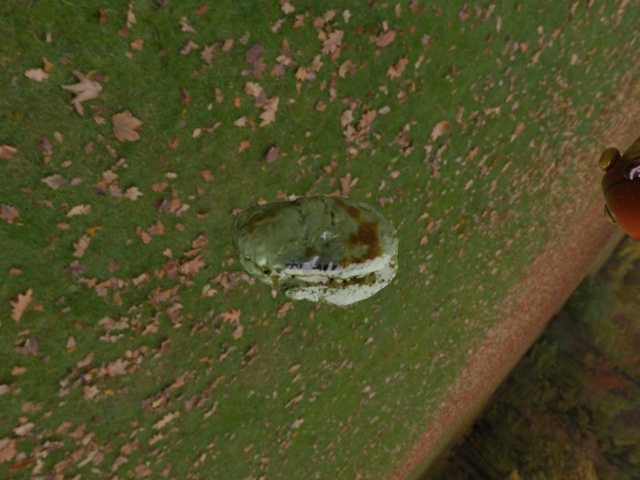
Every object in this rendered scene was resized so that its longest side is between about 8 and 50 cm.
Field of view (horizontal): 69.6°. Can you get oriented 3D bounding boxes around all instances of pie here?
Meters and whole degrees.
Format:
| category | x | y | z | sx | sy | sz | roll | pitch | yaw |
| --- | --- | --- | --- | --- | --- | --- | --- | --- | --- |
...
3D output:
| category | x | y | z | sx | sy | sz | roll | pitch | yaw |
| --- | --- | --- | --- | --- | --- | --- | --- | --- | --- |
| pie | 0.000 | 0.000 | 0.667 | 0.247 | 0.201 | 0.090 | -4 | 137 | -19 |

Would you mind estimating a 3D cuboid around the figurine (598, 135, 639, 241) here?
| category | x | y | z | sx | sy | sz | roll | pitch | yaw |
| --- | --- | --- | --- | --- | --- | --- | --- | --- | --- |
| figurine | 0.583 | -0.054 | 0.716 | 0.196 | 0.323 | 0.320 | -51 | -162 | -21 |
